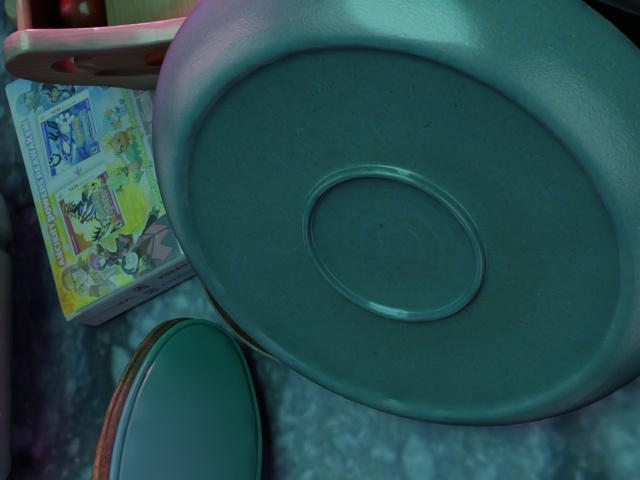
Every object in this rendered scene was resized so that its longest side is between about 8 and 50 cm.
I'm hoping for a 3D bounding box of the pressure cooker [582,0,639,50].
[{"bbox_3d":[0.140,-0.302,0.552,0.420,0.370,0.376,22,73,21],"label":"pressure cooker"}]

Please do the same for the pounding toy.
[{"bbox_3d":[-0.122,-0.186,0.726,0.269,0.154,0.155,-9,84,27],"label":"pounding toy"}]

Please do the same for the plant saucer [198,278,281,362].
[{"bbox_3d":[0.000,0.000,0.729,0.168,0.029,0.169,2,100,12],"label":"plant saucer"}]

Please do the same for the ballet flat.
[{"bbox_3d":[-0.096,0.218,0.705,0.124,0.116,0.342,-50,40,46],"label":"ballet flat"}]

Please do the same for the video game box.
[{"bbox_3d":[-0.129,-0.066,0.828,0.187,0.048,0.205,-26,68,16],"label":"video game box"}]

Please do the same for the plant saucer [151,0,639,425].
[{"bbox_3d":[0.043,-0.006,0.603,0.317,0.318,0.044,2,39,27],"label":"plant saucer"}]

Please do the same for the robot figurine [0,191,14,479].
[{"bbox_3d":[-0.324,0.070,0.810,0.300,0.199,0.354,-21,68,52],"label":"robot figurine"}]
